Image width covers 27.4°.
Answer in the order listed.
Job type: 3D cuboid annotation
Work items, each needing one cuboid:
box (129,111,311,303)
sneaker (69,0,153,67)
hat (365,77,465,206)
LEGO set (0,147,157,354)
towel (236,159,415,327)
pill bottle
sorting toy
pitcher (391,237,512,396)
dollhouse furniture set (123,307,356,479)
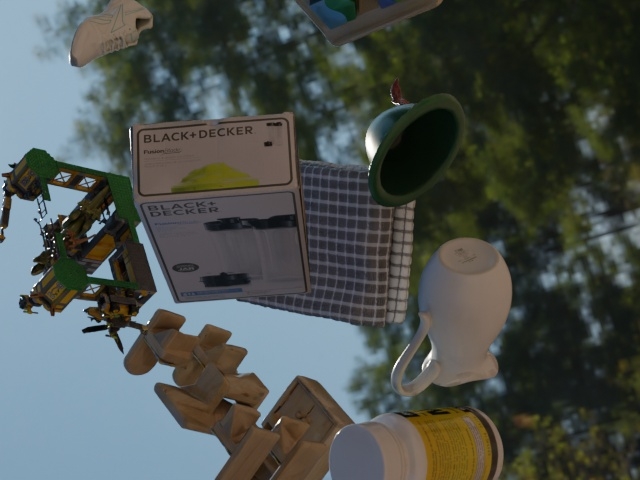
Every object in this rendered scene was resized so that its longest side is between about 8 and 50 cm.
[{"bbox_3d":[-0.100,-0.027,1.408,0.290,0.169,0.087,87,179,-66],"label":"box"},{"bbox_3d":[-0.284,-0.282,1.780,0.152,0.061,0.054,-52,-18,-38],"label":"sneaker"},{"bbox_3d":[0.078,-0.162,1.782,0.183,0.173,0.208,42,177,30],"label":"hat"},{"bbox_3d":[-0.417,0.028,2.147,0.255,0.192,0.331,2,-126,-47],"label":"LEGO set"},{"bbox_3d":[0.000,0.000,1.960,0.121,0.283,0.235,-5,-81,-52],"label":"towel"},{"bbox_3d":[0.119,0.271,1.635,0.208,0.119,0.119,2,-110,-43],"label":"pill bottle"},{"bbox_3d":[0.038,-0.362,1.785,0.208,0.193,0.038,47,-142,-38],"label":"sorting toy"},{"bbox_3d":[0.173,0.111,1.778,0.125,0.177,0.207,39,141,39],"label":"pitcher"},{"bbox_3d":[-0.160,0.369,2.447,0.394,0.256,0.362,23,-163,-47],"label":"dollhouse furniture set"}]
